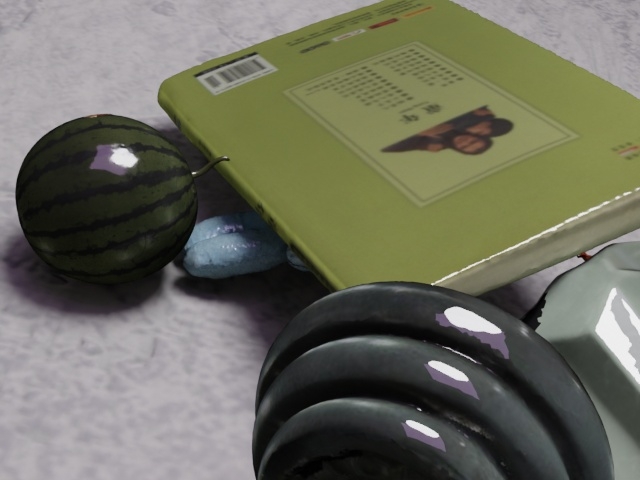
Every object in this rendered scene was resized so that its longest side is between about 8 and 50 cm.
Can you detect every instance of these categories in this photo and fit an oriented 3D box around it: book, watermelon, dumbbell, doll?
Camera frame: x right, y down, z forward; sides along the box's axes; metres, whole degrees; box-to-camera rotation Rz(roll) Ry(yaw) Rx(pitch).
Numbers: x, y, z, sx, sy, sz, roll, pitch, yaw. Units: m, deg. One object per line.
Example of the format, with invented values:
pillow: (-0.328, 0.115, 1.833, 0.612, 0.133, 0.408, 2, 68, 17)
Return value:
book: (0.053, -0.075, 0.691, 0.239, 0.035, 0.352, -22, 35, -16)
watermelon: (-0.119, -0.029, 0.648, 0.133, 0.105, 0.105, -16, 44, -11)
dumbbell: (-0.012, 0.162, 0.382, 0.179, 0.179, 0.406, 26, 38, 14)
doll: (0.002, 0.004, 0.694, 0.180, 0.075, 0.120, -19, 29, -4)

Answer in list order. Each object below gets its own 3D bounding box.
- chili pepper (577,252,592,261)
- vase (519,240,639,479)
chili pepper: (0.272, 0.091, 0.692, 0.268, 0.059, 0.050, 43, 6, 36)
vase: (0.234, 0.158, 0.505, 0.165, 0.165, 0.360, -8, 46, -28)
